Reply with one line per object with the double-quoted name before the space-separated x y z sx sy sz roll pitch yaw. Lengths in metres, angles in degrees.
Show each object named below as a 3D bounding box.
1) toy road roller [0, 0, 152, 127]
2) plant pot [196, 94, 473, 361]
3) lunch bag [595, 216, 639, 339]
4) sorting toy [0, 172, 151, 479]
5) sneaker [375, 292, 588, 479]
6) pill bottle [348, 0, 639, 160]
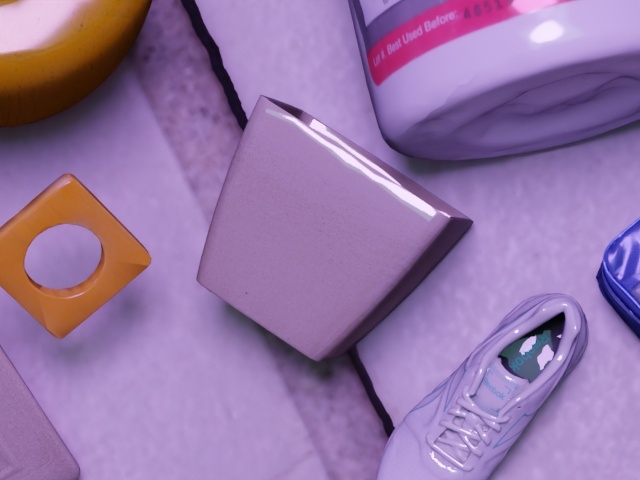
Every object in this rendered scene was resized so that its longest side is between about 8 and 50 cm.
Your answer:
"toy road roller" -0.220 -0.097 0.941 0.241 0.202 0.329 23 82 -5
"plant pot" 0.000 0.000 0.977 0.109 0.109 0.096 34 96 9
"lunch bag" 0.189 0.007 0.977 0.098 0.065 0.067 -42 79 -4
"sorting toy" -0.238 0.086 0.961 0.348 0.047 0.196 -29 120 -2
"sneaker" 0.077 0.084 0.973 0.054 0.061 0.152 37 85 8
"pill bottle" 0.080 -0.213 0.971 0.176 0.176 0.318 -13 79 1
